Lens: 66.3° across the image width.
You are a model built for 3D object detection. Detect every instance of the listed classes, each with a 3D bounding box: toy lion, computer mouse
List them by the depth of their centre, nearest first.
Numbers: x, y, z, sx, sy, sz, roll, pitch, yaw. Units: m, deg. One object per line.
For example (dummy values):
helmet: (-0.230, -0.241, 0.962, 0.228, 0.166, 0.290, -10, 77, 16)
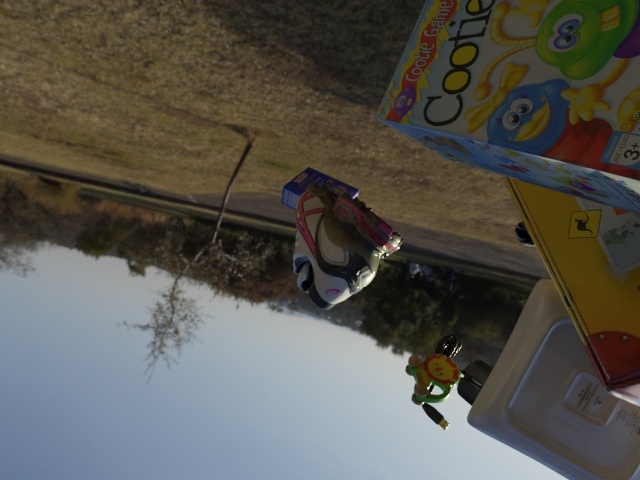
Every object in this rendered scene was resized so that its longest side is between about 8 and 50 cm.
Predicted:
toy lion: (0.204, 0.244, 0.872, 0.096, 0.034, 0.100, 4, -144, -5)
computer mouse: (0.325, 0.340, 1.027, 0.262, 0.184, 0.060, 37, -174, 14)

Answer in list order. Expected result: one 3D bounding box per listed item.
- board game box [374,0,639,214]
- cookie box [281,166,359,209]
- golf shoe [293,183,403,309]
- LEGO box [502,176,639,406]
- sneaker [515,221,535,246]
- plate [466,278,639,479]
board game box: (0.209, -0.132, 0.451, 0.144, 0.142, 0.275, 17, -171, -40)
cookie box: (0.000, -0.078, 0.863, 0.107, 0.040, 0.092, 27, -139, 16)
golf shoe: (0.000, 0.000, 0.426, 0.067, 0.086, 0.186, 39, -179, -14)
LEGO box: (0.484, -0.083, 0.658, 0.193, 0.500, 0.372, 25, 131, -32)
sneaker: (0.556, -0.042, 1.248, 0.121, 0.079, 0.217, -5, -164, 17)
plate: (0.416, 0.241, 0.766, 0.278, 0.277, 0.045, 27, -177, 13)
